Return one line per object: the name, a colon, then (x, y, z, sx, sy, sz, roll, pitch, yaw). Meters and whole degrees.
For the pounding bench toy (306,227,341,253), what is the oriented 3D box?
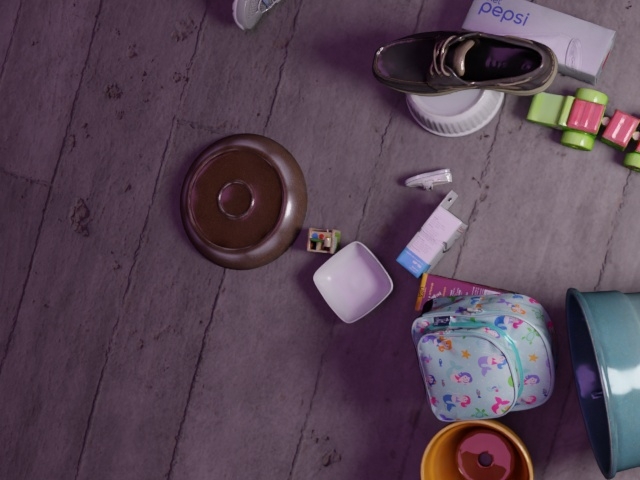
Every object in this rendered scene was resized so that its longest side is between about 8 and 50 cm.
pounding bench toy: (0.000, 0.000, 1.788, 0.065, 0.083, 0.052, 5, 89, 16)

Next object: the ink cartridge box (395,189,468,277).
ink cartridge box: (0.239, -0.010, 1.705, 0.060, 0.104, 0.180, 40, 99, 15)

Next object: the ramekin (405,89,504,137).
ramekin: (0.267, -0.321, 1.714, 0.207, 0.109, 0.207, -1, 86, 17)

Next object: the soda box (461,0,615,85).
soda box: (0.435, -0.410, 1.677, 0.286, 0.091, 0.098, 26, 95, 17)

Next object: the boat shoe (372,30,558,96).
boat shoe: (0.266, -0.348, 1.590, 0.356, 0.130, 0.132, 2, 87, 17)

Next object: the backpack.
backpack: (0.305, 0.214, 1.542, 0.254, 0.191, 0.225, -8, 107, 20)

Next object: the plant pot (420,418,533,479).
plant pot: (0.310, 0.434, 1.613, 0.205, 0.188, 0.205, -1, 87, 18)

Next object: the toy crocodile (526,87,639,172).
toy crocodile: (0.569, -0.215, 1.618, 0.341, 0.105, 0.115, 23, 93, 17)

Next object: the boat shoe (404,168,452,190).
boat shoe: (0.226, -0.122, 1.754, 0.100, 0.035, 0.035, -12, 80, 9)

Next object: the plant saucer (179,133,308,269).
plant saucer: (-0.182, -0.089, 1.870, 0.311, 0.050, 0.310, -1, 85, 16)

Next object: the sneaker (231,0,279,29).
sneaker: (-0.090, -0.578, 1.840, 0.115, 0.105, 0.281, 37, 97, 16)

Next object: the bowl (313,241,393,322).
bowl: (0.075, 0.089, 1.777, 0.142, 0.053, 0.142, -40, 76, 11)

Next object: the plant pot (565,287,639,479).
plant pot: (0.636, 0.226, 1.474, 0.334, 0.341, 0.341, -9, 84, 8)

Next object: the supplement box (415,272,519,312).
supplement box: (0.296, 0.123, 1.680, 0.188, 0.104, 0.080, 12, 90, 17)
